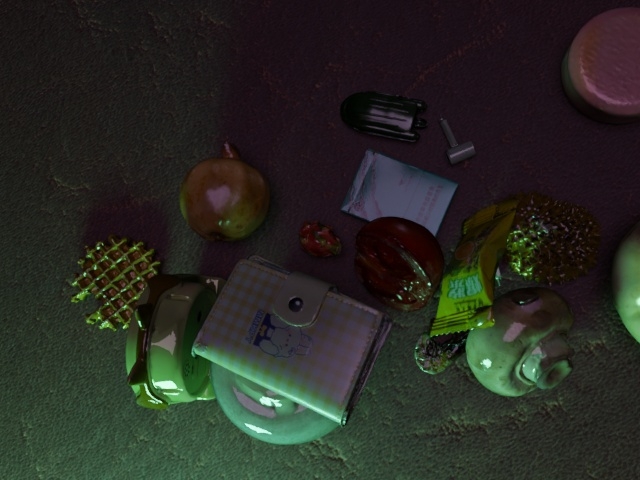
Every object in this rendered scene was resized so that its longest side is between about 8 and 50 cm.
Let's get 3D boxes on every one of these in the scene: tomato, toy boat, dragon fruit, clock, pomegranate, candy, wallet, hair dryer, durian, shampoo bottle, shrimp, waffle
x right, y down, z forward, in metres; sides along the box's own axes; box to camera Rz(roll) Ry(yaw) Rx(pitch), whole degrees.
[{"bbox_3d":[0.181,0.037,1.274,0.200,0.233,0.139,37,62,17],"label":"tomato"},{"bbox_3d":[0.146,-0.293,1.381,0.211,0.052,0.104,12,88,12],"label":"toy boat"},{"bbox_3d":[0.002,0.001,1.353,0.116,0.086,0.081,26,94,21],"label":"dragon fruit"},{"bbox_3d":[-0.297,0.211,1.247,0.118,0.348,0.285,3,85,10],"label":"clock"},{"bbox_3d":[-0.218,-0.095,1.353,0.207,0.207,0.206,-1,84,9],"label":"pomegranate"},{"bbox_3d":[0.314,0.052,1.213,0.081,0.187,0.297,28,64,-18],"label":"candy"},{"bbox_3d":[-0.051,0.166,1.051,0.310,0.077,0.223,22,82,19],"label":"wallet"},{"bbox_3d":[0.305,-0.238,1.360,0.063,0.038,0.124,-22,74,5],"label":"hair dryer"},{"bbox_3d":[0.485,-0.006,1.258,0.250,0.138,0.183,21,79,5],"label":"durian"},{"bbox_3d":[-0.066,0.256,1.221,0.323,0.317,0.322,-1,86,8],"label":"shampoo bottle"},{"bbox_3d":[0.280,0.227,1.311,0.161,0.034,0.091,-35,79,5],"label":"shrimp"},{"bbox_3d":[0.660,-0.383,1.282,0.256,0.094,0.255,-1,84,9],"label":"candy"},{"bbox_3d":[-0.493,0.103,1.443,0.229,0.051,0.231,8,84,10],"label":"waffle"}]

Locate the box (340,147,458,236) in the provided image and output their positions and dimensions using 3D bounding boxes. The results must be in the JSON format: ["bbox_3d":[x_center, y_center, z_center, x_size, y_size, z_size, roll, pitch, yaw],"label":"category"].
[{"bbox_3d":[0.180,-0.098,1.357,0.227,0.042,0.160,23,88,11],"label":"box"}]

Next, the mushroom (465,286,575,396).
[{"bbox_3d":[0.407,0.203,1.189,0.255,0.255,0.184,-36,46,4],"label":"mushroom"}]

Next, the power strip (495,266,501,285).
[{"bbox_3d":[0.378,0.034,1.307,0.019,0.051,0.136,-14,83,11],"label":"power strip"}]

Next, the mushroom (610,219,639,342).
[{"bbox_3d":[0.765,0.091,1.123,0.354,0.353,0.324,-15,108,8],"label":"mushroom"}]
